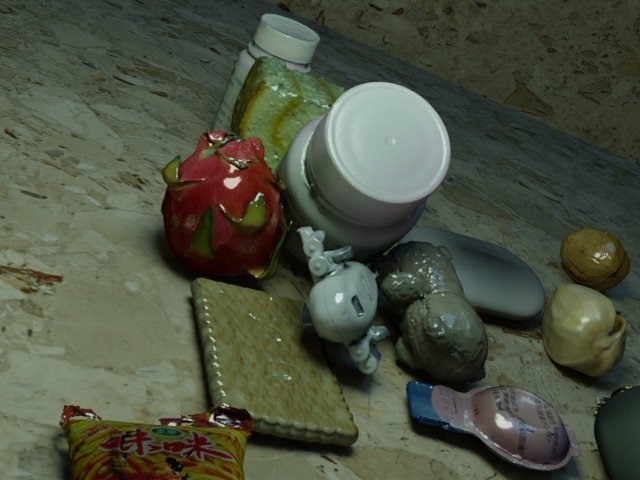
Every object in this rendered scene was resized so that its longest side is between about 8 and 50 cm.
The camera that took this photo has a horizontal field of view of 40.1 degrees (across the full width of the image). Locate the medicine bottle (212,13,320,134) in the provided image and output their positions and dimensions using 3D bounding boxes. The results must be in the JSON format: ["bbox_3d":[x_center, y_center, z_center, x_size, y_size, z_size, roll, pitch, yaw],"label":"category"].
[{"bbox_3d":[-0.118,-0.336,1.931,0.170,0.292,0.170,20,27,-11],"label":"medicine bottle"}]

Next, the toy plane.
[{"bbox_3d":[0.031,0.091,1.355,0.252,0.118,0.252,-23,90,-79],"label":"toy plane"}]

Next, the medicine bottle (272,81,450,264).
[{"bbox_3d":[0.061,-0.103,1.492,0.256,0.325,0.256,5,72,-17],"label":"medicine bottle"}]

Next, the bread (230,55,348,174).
[{"bbox_3d":[0.000,-0.180,1.792,0.395,0.264,0.239,20,17,-18],"label":"bread"}]

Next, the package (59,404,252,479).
[{"bbox_3d":[-0.175,0.276,0.928,0.224,0.108,0.288,11,21,-15],"label":"package"}]

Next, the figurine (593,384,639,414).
[{"bbox_3d":[0.521,0.304,1.517,0.098,0.082,0.154,19,23,21],"label":"figurine"}]

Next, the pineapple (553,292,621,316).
[{"bbox_3d":[0.567,0.150,1.855,0.159,0.074,0.074,22,25,-12],"label":"pineapple"}]

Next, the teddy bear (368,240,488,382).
[{"bbox_3d":[0.185,0.123,1.467,0.236,0.151,0.267,42,25,-44],"label":"teddy bear"}]

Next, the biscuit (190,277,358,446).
[{"bbox_3d":[-0.076,0.171,1.277,0.217,0.044,0.325,14,26,-24],"label":"biscuit"}]

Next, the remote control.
[{"bbox_3d":[0.302,0.065,1.743,0.332,0.103,0.221,14,33,-21],"label":"remote control"}]

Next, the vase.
[{"bbox_3d":[0.508,0.373,1.277,0.173,0.173,0.321,22,31,-5],"label":"vase"}]

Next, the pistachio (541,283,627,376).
[{"bbox_3d":[0.502,0.169,1.689,0.157,0.157,0.229,21,20,-7],"label":"pistachio"}]

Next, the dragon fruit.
[{"bbox_3d":[-0.154,-0.055,1.433,0.224,0.227,0.224,9,33,-6],"label":"dragon fruit"}]

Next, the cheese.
[{"bbox_3d":[0.268,0.275,1.345,0.286,0.074,0.189,15,26,-11],"label":"cheese"}]

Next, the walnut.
[{"bbox_3d":[0.641,0.042,2.053,0.144,0.144,0.180,9,26,-29],"label":"walnut"}]
